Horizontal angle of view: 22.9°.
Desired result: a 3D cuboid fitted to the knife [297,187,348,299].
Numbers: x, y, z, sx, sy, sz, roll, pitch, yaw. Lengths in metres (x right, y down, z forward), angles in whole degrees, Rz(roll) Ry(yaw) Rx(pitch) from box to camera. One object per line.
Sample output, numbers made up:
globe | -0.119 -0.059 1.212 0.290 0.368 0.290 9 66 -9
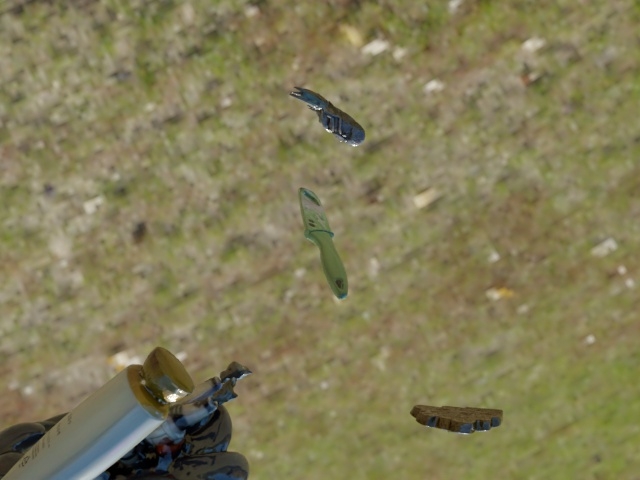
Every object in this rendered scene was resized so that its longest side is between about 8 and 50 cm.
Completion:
knife | 0.000 0.000 1.404 0.030 0.207 0.014 18 113 -17

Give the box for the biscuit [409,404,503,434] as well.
biscuit | 0.126 0.160 1.416 0.092 0.016 0.082 3 -175 -36

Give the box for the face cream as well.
face cream | -0.183 0.158 1.283 0.182 0.072 0.051 -40 114 12

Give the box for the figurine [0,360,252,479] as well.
figurine | -0.178 0.217 1.418 0.265 0.197 0.175 -7 176 17

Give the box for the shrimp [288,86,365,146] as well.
shrimp | 0.008 -0.133 1.652 0.029 0.092 0.038 -48 -170 11
